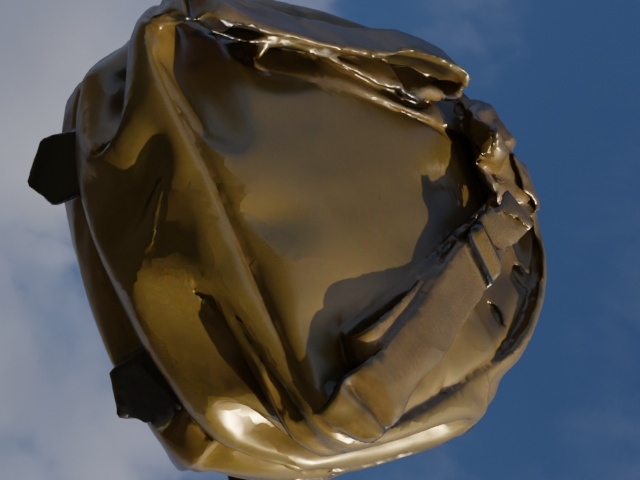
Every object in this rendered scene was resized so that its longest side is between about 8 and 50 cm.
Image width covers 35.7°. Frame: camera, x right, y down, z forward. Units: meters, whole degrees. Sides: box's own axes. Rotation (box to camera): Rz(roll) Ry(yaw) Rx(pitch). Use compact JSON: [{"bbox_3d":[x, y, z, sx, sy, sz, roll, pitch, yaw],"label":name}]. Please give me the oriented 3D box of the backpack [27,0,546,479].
[{"bbox_3d":[0.005,0.000,0.691,0.201,0.378,0.353,-29,-107,43],"label":"backpack"}]
